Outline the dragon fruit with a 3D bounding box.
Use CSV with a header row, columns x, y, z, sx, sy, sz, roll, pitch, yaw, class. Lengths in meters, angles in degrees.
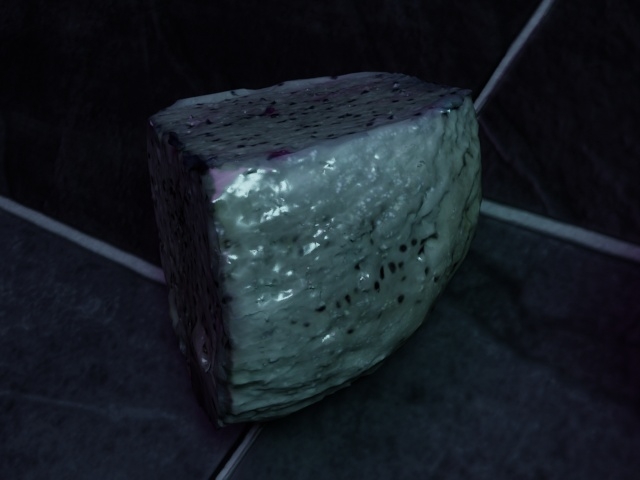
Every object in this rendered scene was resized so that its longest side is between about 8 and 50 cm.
x,y,z,sx,sy,sz,roll,pitch,yaw,class
0.000,0.000,0.865,0.221,0.203,0.283,-15,18,-14,dragon fruit
